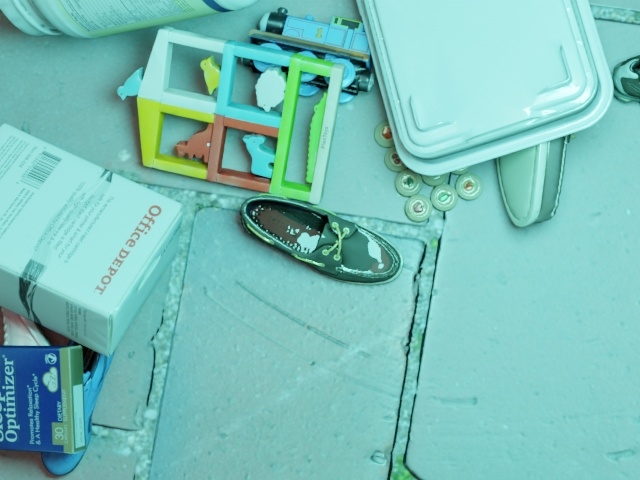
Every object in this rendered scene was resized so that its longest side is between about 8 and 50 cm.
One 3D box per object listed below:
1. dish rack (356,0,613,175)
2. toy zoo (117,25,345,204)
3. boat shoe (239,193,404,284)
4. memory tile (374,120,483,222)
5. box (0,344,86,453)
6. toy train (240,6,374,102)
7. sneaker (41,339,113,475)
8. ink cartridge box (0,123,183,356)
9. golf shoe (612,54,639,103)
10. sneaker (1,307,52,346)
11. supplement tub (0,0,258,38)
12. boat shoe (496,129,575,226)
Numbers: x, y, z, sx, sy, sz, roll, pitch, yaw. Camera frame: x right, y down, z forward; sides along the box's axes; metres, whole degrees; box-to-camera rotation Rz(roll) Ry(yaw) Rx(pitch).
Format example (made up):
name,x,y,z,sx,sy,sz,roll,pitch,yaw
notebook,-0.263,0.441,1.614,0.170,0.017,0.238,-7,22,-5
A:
name,x,y,z,sx,sy,sz,roll,pitch,yaw
dish rack,0.192,-0.271,1.580,0.285,0.072,0.333,-17,76,14
toy zoo,-0.125,-0.170,1.670,0.293,0.030,0.192,12,113,7
boat shoe,0.000,0.000,1.663,0.227,0.069,0.081,20,85,7
memory tile,0.145,-0.108,1.693,0.113,0.012,0.148,-22,82,2
box,-0.411,0.205,1.649,0.225,0.036,0.136,-1,92,25
toy train,-0.012,-0.252,1.693,0.184,0.080,0.105,13,76,7
sneaker,-0.328,0.207,1.661,0.069,0.082,0.209,17,86,5
ink cartridge box,-0.340,-0.002,1.633,0.272,0.114,0.197,24,56,8
golf shoe,0.482,-0.211,1.637,0.198,0.094,0.077,-4,82,3
sneaker,-0.412,0.126,1.691,0.070,0.051,0.134,-33,86,-5
supplement tub,-0.245,-0.388,1.620,0.324,0.235,0.235,-7,82,22
boat shoe,0.291,-0.178,1.641,0.096,0.116,0.324,3,82,-24
